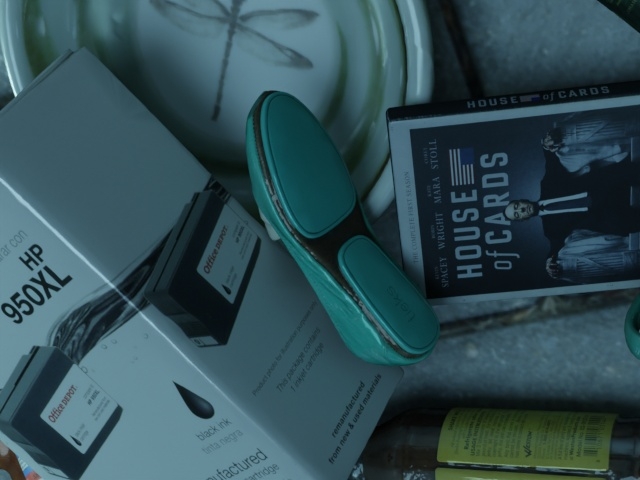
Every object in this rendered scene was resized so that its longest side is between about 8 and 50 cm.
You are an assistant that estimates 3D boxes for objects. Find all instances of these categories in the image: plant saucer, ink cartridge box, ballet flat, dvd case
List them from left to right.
[{"bbox_3d":[-0.175,0.077,1.008,0.395,0.166,0.285,46,133,-11],"label":"ink cartridge box"},{"bbox_3d":[-0.083,-0.168,1.000,0.400,0.100,0.401,10,116,20],"label":"plant saucer"},{"bbox_3d":[0.000,0.000,0.937,0.247,0.083,0.087,57,143,-3],"label":"ballet flat"},{"bbox_3d":[0.179,-0.035,0.924,0.238,0.030,0.179,-6,123,4],"label":"dvd case"}]

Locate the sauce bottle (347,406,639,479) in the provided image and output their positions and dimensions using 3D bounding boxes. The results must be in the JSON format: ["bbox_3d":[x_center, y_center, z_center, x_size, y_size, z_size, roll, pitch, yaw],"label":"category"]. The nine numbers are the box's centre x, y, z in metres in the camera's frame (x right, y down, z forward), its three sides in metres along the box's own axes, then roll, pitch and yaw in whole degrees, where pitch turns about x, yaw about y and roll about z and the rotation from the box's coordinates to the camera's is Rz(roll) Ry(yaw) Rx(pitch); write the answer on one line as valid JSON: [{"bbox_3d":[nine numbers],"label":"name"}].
[{"bbox_3d":[0.136,0.205,1.067,0.344,0.111,0.111,0,113,25],"label":"sauce bottle"}]

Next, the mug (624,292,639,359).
[{"bbox_3d":[0.313,0.031,0.891,0.157,0.097,0.130,9,118,-19],"label":"mug"}]

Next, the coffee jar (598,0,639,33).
[{"bbox_3d":[0.228,-0.212,0.853,0.184,0.079,0.096,35,125,5],"label":"coffee jar"}]

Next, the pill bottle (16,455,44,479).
[{"bbox_3d":[-0.275,0.138,1.189,0.124,0.124,0.222,-34,77,32],"label":"pill bottle"}]

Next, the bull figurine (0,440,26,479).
[{"bbox_3d":[-0.276,0.286,1.292,0.310,0.101,0.188,47,129,4],"label":"bull figurine"}]
